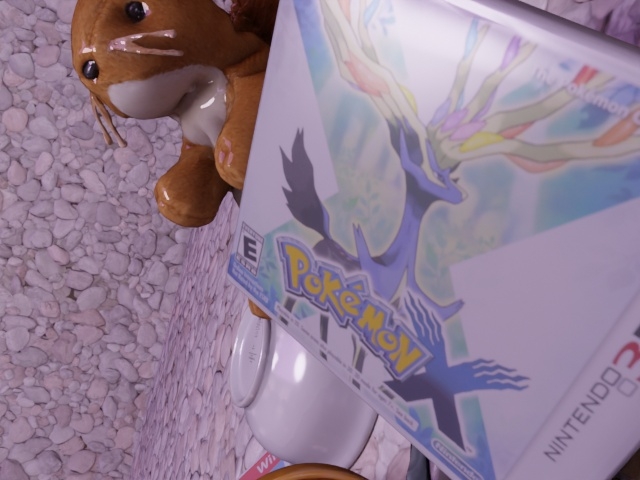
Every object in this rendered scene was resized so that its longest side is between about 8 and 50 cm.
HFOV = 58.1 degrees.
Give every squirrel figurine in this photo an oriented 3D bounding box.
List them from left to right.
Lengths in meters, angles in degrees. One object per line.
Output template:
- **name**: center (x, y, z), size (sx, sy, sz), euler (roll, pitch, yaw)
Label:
- **squirrel figurine**: center (-0.067, -0.180, 0.658), size (0.281, 0.370, 0.397), euler (-36, 21, 52)

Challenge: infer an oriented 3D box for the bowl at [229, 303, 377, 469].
- **bowl**: center (-0.039, 0.161, 0.776), size (0.298, 0.134, 0.298), euler (-166, 90, -69)

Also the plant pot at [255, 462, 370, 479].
- **plant pot**: center (-0.016, 0.315, 0.558), size (0.188, 0.205, 0.205), euler (125, 155, -75)

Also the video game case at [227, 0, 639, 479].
- **video game case**: center (0.072, -0.001, 0.379), size (0.329, 0.036, 0.300), euler (37, 129, 28)

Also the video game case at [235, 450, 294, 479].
- **video game case**: center (-0.087, 0.423, 0.755), size (0.204, 0.025, 0.285), euler (-45, 26, 4)

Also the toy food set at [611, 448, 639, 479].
- **toy food set**: center (0.182, 0.142, 0.386), size (0.078, 0.019, 0.122), euler (-68, 30, 21)

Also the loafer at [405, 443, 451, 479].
- **loafer**: center (0.117, 0.155, 0.489), size (0.096, 0.084, 0.268), euler (73, -157, -63)
